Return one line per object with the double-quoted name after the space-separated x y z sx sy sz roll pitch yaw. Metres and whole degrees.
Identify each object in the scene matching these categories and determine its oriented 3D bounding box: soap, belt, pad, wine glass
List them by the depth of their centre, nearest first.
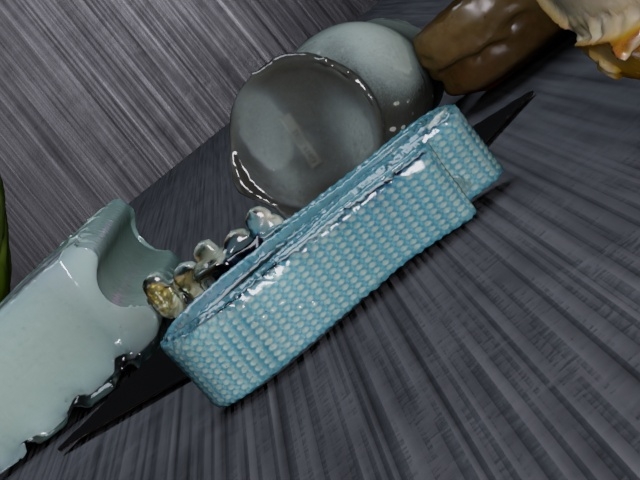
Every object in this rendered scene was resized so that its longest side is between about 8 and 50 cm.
0.003 0.004 0.946 0.179 0.065 0.100 -37 16 2 "belt"
-0.018 0.021 1.148 0.300 0.005 0.202 -32 10 44 "pad"
0.019 -0.084 1.245 0.103 0.103 0.222 -36 2 21 "wine glass"
-0.180 0.057 1.390 0.150 0.094 0.261 -38 7 5 "soap"

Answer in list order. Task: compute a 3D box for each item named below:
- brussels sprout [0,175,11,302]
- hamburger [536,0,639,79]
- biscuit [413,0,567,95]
-0.425 0.036 1.618 0.361 0.342 0.425 -61 -6 -33 "brussels sprout"
0.170 -0.152 0.726 0.237 0.147 0.237 -35 20 15 "hamburger"
0.235 -0.225 1.176 0.368 0.076 0.394 -44 6 -38 "biscuit"
